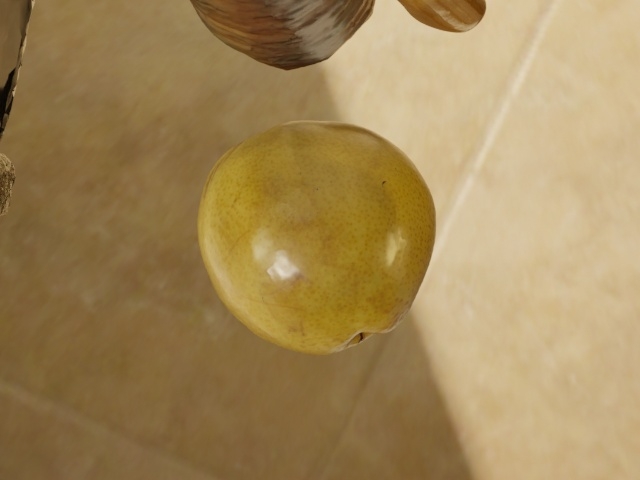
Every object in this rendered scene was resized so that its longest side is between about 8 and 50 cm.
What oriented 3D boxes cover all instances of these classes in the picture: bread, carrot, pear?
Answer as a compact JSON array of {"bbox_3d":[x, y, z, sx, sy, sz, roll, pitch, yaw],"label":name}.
[{"bbox_3d":[0.095,-0.276,1.735,0.074,0.239,0.092,-34,68,14],"label":"bread"},{"bbox_3d":[-0.032,-0.168,0.917,0.114,0.302,0.114,-1,83,8],"label":"carrot"},{"bbox_3d":[0.000,0.000,1.490,0.209,0.209,0.208,1,104,4],"label":"pear"}]

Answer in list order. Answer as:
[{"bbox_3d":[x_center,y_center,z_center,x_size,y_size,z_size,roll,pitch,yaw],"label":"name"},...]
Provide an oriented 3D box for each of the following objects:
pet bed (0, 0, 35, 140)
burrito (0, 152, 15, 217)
[{"bbox_3d":[-0.238,-0.122,0.794,0.159,0.211,0.183,14,94,7],"label":"pet bed"},{"bbox_3d":[-0.211,-0.029,0.993,0.042,0.171,0.051,-10,94,7],"label":"burrito"}]
